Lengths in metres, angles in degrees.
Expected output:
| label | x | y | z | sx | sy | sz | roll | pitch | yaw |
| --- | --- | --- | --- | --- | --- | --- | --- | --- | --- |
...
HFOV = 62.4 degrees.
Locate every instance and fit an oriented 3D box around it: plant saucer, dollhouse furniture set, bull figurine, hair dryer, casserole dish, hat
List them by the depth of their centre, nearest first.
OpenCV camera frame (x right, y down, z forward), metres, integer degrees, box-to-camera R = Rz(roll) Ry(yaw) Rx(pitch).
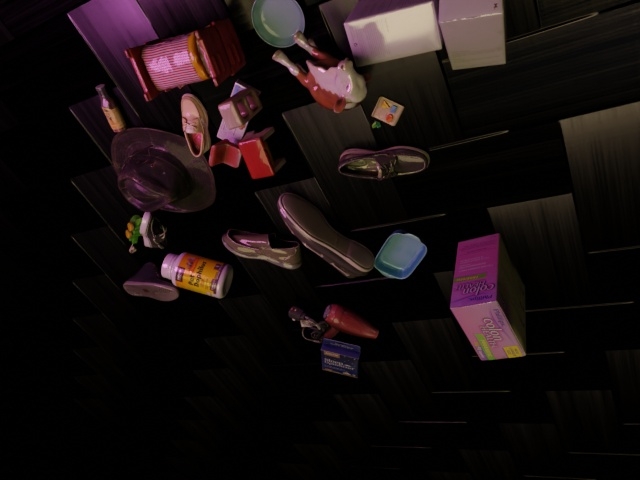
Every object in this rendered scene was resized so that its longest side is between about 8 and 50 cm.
| label | x | y | z | sx | sy | sz | roll | pitch | yaw |
| --- | --- | --- | --- | --- | --- | --- | --- | --- | --- |
| bull figurine | 0.015 | -0.327 | 1.064 | 0.188 | 0.310 | 0.101 | 41 | 99 | 0 |
| plant saucer | -0.088 | -0.477 | 1.134 | 0.120 | 0.021 | 0.119 | 10 | 134 | 10 |
| dollhouse furniture set | -0.254 | -0.300 | 1.232 | 0.202 | 0.152 | 0.373 | -6 | 120 | 25 |
| casserole dish | 0.226 | 0.036 | 1.492 | 0.114 | 0.037 | 0.188 | 23 | 136 | -3 |
| hat | -0.469 | -0.163 | 1.493 | 0.332 | 0.133 | 0.331 | 10 | 133 | 11 |
| hair dryer | 0.054 | 0.283 | 1.784 | 0.294 | 0.080 | 0.223 | 5 | 149 | 23 |

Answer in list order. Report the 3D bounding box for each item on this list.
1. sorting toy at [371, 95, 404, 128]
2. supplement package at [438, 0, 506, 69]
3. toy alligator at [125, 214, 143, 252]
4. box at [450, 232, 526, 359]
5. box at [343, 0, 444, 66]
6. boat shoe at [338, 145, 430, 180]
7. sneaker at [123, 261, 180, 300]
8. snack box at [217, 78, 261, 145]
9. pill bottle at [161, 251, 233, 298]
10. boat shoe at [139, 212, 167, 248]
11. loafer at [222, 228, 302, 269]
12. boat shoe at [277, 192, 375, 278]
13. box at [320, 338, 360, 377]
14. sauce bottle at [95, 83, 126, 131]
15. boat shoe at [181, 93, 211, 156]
| label | x | y | z | sx | sy | sz | roll | pitch | yaw |
| --- | --- | --- | --- | --- | --- | --- | --- | --- | --- |
| sorting toy | 0.151 | -0.289 | 1.229 | 0.062 | 0.012 | 0.083 | 23 | 135 | -2 |
| supplement package | 0.279 | -0.400 | 0.952 | 0.105 | 0.105 | 0.179 | 0 | 172 | 20 |
| toy alligator | -0.610 | -0.031 | 1.731 | 0.051 | 0.056 | 0.189 | 60 | 140 | 21 |
| box | 0.441 | 0.146 | 1.371 | 0.117 | 0.242 | 0.213 | -16 | 125 | 31 |
| box | 0.150 | -0.419 | 1.023 | 0.171 | 0.130 | 0.091 | -4 | 129 | 24 |
| boat shoe | 0.150 | -0.181 | 1.288 | 0.224 | 0.073 | 0.080 | 4 | 133 | 18 |
| sneaker | -0.557 | 0.132 | 1.807 | 0.222 | 0.118 | 0.083 | 6 | 135 | 23 |
| snack box | -0.207 | -0.315 | 1.329 | 0.064 | 0.022 | 0.178 | 29 | 135 | -5 |
| pill bottle | -0.405 | 0.109 | 1.735 | 0.215 | 0.117 | 0.117 | 15 | 135 | 6 |
| boat shoe | -0.516 | -0.033 | 1.657 | 0.070 | 0.077 | 0.219 | 15 | 158 | -6 |
| loafer | -0.169 | 0.007 | 1.584 | 0.252 | 0.094 | 0.087 | 15 | 123 | 0 |
| boat shoe | 0.000 | 0.000 | 1.486 | 0.335 | 0.112 | 0.095 | 37 | 136 | -13 |
| box | 0.071 | 0.422 | 1.885 | 0.137 | 0.036 | 0.225 | 11 | 145 | 10 |
| sauce bottle | -0.561 | -0.353 | 1.411 | 0.042 | 0.042 | 0.128 | 1 | 131 | 19 |
| boat shoe | -0.326 | -0.293 | 1.367 | 0.063 | 0.059 | 0.170 | 5 | 133 | 16 |
